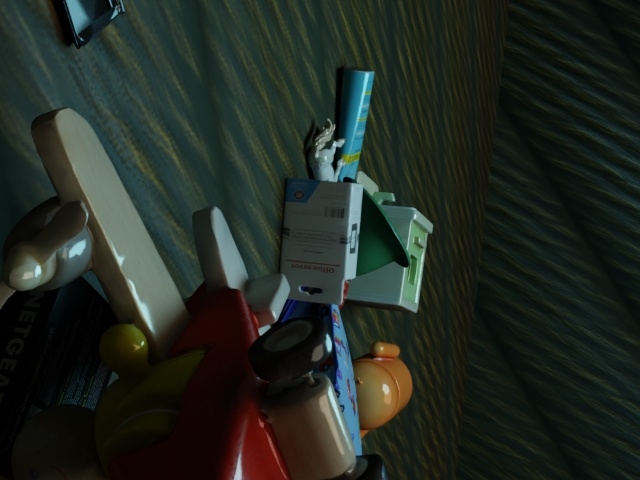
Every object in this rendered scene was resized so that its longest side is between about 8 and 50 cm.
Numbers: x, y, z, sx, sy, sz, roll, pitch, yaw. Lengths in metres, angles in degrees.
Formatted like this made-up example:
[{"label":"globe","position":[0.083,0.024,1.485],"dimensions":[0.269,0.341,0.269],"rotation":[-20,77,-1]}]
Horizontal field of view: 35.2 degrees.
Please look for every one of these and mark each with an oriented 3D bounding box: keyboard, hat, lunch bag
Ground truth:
[{"label":"keyboard","position":[-0.217,-0.274,0.903],"dimensions":[0.108,0.023,0.180],"rotation":[-57,149,-42]},{"label":"hat","position":[0.029,0.029,1.659],"dimensions":[0.208,0.183,0.173],"rotation":[55,-8,1]},{"label":"lunch bag","position":[0.001,0.193,1.561],"dimensions":[0.293,0.138,0.221],"rotation":[-77,160,-49]}]

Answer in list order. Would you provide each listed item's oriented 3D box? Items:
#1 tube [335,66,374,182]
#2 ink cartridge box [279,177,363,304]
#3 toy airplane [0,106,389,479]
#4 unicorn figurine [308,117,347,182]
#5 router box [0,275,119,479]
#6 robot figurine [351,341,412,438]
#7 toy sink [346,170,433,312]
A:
[{"label":"tube","position":[0.052,-0.187,1.704],"dimensions":[0.080,0.052,0.207],"rotation":[-23,125,-57]},{"label":"ink cartridge box","position":[0.000,0.000,1.503],"dimensions":[0.060,0.104,0.180],"rotation":[-7,103,-72]},{"label":"toy airplane","position":[-0.128,0.127,0.847],"dimensions":[0.384,0.272,0.386],"rotation":[76,-12,-65]},{"label":"unicorn figurine","position":[0.012,-0.103,1.600],"dimensions":[0.162,0.060,0.111],"rotation":[61,36,-33]},{"label":"router box","position":[-0.242,0.124,0.904],"dimensions":[0.133,0.046,0.179],"rotation":[64,36,-57]},{"label":"robot figurine","position":[0.092,0.268,1.823],"dimensions":[0.128,0.158,0.219],"rotation":[55,17,9]},{"label":"toy sink","position":[0.122,0.004,1.825],"dimensions":[0.153,0.131,0.234],"rotation":[32,65,-70]}]
